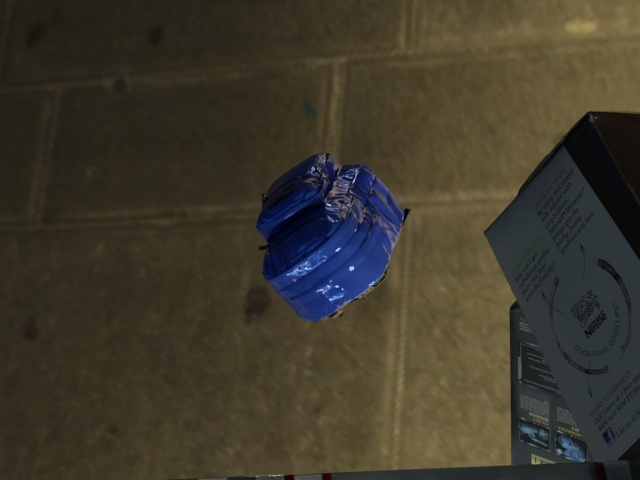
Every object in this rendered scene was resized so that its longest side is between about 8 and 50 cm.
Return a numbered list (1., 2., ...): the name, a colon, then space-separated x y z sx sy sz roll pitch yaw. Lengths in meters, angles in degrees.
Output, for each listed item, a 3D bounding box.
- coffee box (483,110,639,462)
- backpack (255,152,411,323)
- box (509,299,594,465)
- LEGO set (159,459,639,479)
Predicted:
1. coffee box: 0.237 0.078 0.738 0.119 0.168 0.297 -54 50 45
2. backpack: 0.000 0.000 1.035 0.098 0.101 0.120 -39 20 29
3. box: 0.271 0.147 1.120 0.233 0.183 0.059 16 35 33
4. LEGO set: 0.010 0.200 0.387 0.192 0.331 0.254 0 68 -14
